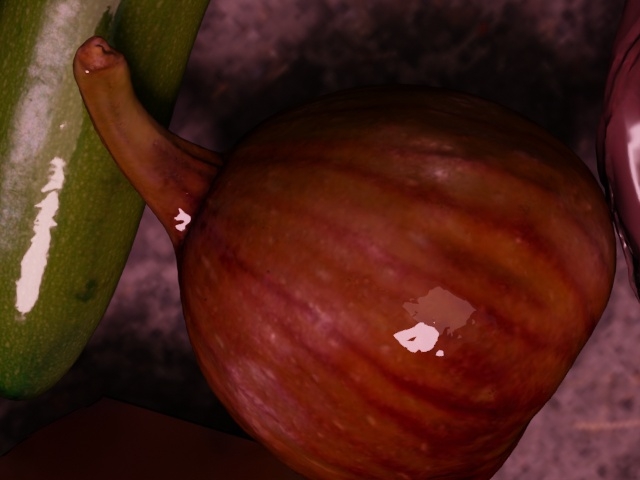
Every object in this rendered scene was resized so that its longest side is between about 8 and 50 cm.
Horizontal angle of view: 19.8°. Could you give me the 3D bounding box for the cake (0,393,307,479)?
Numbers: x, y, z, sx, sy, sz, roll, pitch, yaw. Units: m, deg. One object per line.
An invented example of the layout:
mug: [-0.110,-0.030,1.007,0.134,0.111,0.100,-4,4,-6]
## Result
cake: [-0.094,0.185,0.758,0.185,0.178,0.208,44,60,2]

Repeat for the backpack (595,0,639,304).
backpack: [0.263,-0.039,0.679,0.317,0.197,0.283,-12,133,10]

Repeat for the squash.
squash: [-0.089,-0.077,0.724,0.082,0.082,0.293,18,100,-7]

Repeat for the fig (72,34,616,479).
fig: [0.003,0.005,0.710,0.207,0.175,0.175,22,102,3]
